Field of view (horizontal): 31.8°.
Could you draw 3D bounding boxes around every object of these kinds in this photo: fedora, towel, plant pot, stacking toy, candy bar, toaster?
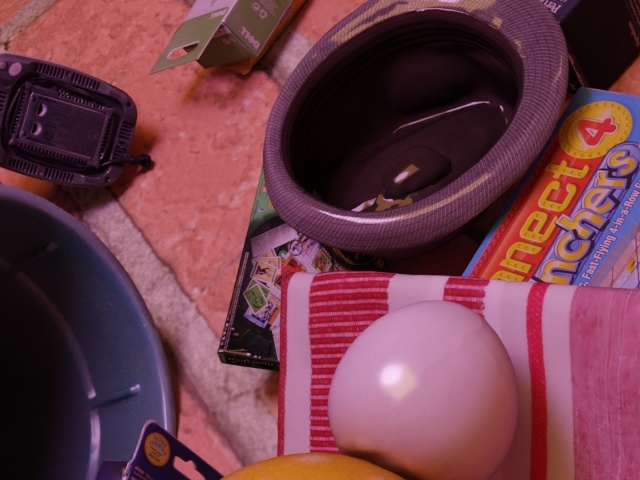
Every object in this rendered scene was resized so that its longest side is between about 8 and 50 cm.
[{"bbox_3d":[0.087,-0.088,0.966,0.243,0.124,0.275,35,78,33],"label":"fedora"},{"bbox_3d":[0.084,0.143,0.778,0.329,0.037,0.237,2,90,44],"label":"towel"},{"bbox_3d":[-0.363,0.168,0.995,0.334,0.341,0.341,-23,44,30],"label":"plant pot"},{"bbox_3d":[-0.019,0.240,0.630,0.350,0.350,0.480,7,63,39],"label":"stacking toy"},{"bbox_3d":[-0.055,-0.259,1.333,0.040,0.018,0.161,22,71,44],"label":"candy bar"},{"bbox_3d":[-0.315,-0.139,1.292,0.146,0.227,0.129,23,98,57],"label":"toaster"}]

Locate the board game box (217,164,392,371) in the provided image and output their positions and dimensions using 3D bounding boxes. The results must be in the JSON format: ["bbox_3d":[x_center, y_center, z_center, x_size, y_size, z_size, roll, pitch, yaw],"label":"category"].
[{"bbox_3d":[0.000,0.000,1.018,0.136,0.030,0.260,7,60,9],"label":"board game box"}]

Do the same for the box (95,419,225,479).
[{"bbox_3d":[-0.142,0.267,0.869,0.036,0.136,0.225,-5,53,33],"label":"box"}]

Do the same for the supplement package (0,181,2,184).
[{"bbox_3d":[-0.485,-0.044,1.243,0.199,0.198,0.262,-50,6,-10],"label":"supplement package"}]

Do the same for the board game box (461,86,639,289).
[{"bbox_3d":[0.255,0.050,0.804,0.302,0.086,0.308,18,67,43],"label":"board game box"}]

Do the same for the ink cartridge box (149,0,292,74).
[{"bbox_3d":[-0.101,-0.261,1.309,0.109,0.062,0.209,-2,52,50],"label":"ink cartridge box"}]

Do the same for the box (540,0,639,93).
[{"bbox_3d":[0.248,-0.253,1.045,0.207,0.108,0.153,-48,43,-8],"label":"box"}]
